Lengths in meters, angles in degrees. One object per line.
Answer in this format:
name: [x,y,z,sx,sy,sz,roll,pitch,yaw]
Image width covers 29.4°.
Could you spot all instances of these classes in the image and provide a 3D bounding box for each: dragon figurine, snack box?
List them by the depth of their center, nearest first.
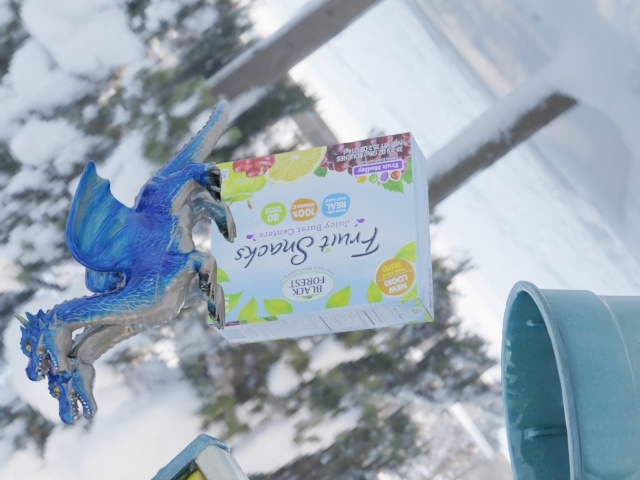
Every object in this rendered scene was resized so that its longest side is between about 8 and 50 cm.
dragon figurine: [-0.142,-0.006,0.921,0.085,0.144,0.289,81,-169,-61]
snack box: [0.000,0.000,1.174,0.070,0.207,0.175,49,-143,-59]

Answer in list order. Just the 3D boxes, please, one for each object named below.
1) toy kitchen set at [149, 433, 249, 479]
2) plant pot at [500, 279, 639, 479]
toy kitchen set: [-0.127,0.139,0.533,0.122,0.166,0.207,47,179,16]
plant pot: [0.419,0.207,1.479,0.341,0.334,0.341,176,90,-86]
